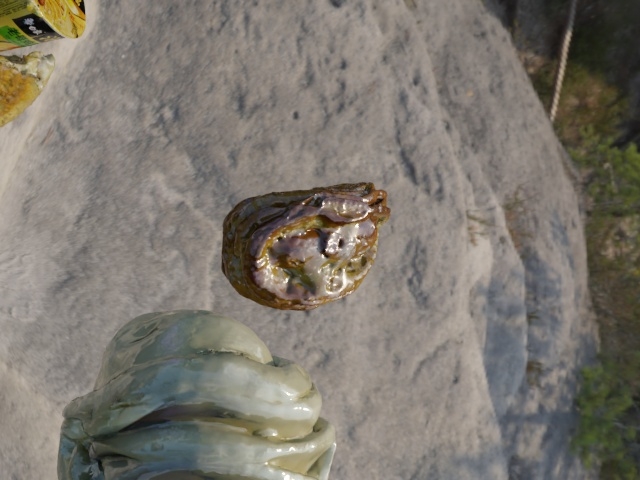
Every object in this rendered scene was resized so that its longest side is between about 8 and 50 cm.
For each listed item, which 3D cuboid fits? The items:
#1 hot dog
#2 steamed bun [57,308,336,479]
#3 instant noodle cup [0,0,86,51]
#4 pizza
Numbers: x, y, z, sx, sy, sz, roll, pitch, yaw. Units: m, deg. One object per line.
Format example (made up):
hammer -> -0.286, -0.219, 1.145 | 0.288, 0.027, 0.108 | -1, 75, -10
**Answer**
hot dog -> 0.000, 0.002, 1.005 | 0.258, 0.114, 0.175 | -11, 122, -30
steamed bun -> -0.168, 0.279, 0.923 | 0.339, 0.247, 0.352 | 37, 115, -5
instant noodle cup -> -0.362, -0.288, 0.856 | 0.122, 0.151, 0.152 | -18, 98, 13
pizza -> -0.536, -0.193, 1.005 | 0.257, 0.268, 0.087 | 15, 45, -36
